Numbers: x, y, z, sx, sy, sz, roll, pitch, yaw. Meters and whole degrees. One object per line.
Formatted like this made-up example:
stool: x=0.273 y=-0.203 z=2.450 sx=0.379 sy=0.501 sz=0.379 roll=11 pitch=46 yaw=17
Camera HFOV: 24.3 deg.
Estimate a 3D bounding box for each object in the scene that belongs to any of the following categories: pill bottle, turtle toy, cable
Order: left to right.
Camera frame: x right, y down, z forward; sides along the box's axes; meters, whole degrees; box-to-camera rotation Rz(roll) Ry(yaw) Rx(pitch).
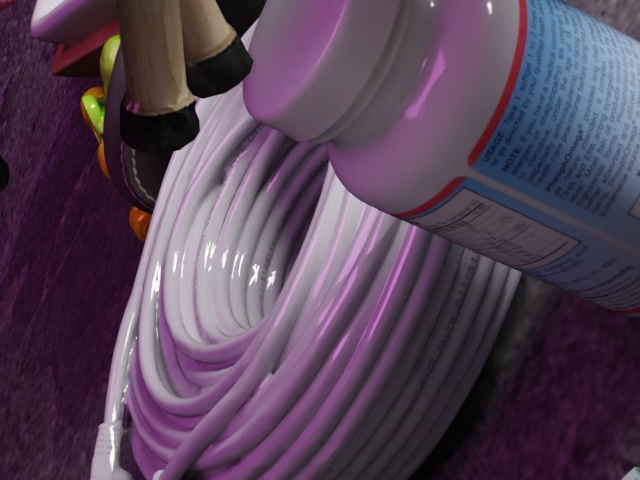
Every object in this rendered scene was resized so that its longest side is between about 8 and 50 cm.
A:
turtle toy: x=-0.107 y=-0.067 z=0.912 sx=0.066 sy=0.130 sz=0.095 roll=-24 pitch=36 yaw=-3
cable: x=0.000 y=0.000 z=0.658 sx=0.257 sy=0.089 sz=0.257 roll=-40 pitch=36 yaw=44
pill bottle: x=0.059 y=-0.039 z=0.484 sx=0.087 sy=0.160 sz=0.087 roll=-44 pitch=34 yaw=40

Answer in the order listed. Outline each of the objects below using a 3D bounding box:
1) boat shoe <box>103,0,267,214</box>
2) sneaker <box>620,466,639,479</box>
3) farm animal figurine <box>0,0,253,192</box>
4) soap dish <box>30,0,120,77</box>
boat shoe: x=-0.014 y=-0.137 z=0.773 sx=0.335 sy=0.112 sz=0.095 roll=-54 pitch=23 yaw=20
sneaker: x=0.119 y=0.042 z=0.375 sx=0.256 sy=0.094 sz=0.151 roll=-39 pitch=42 yaw=30
farm animal figurine: x=0.028 y=-0.157 z=0.373 sx=0.330 sy=0.326 sz=0.172 roll=-60 pitch=-31 yaw=-45
soap dish: x=-0.071 y=-0.249 z=0.970 sx=0.229 sy=0.118 sz=0.291 roll=-12 pitch=58 yaw=60
